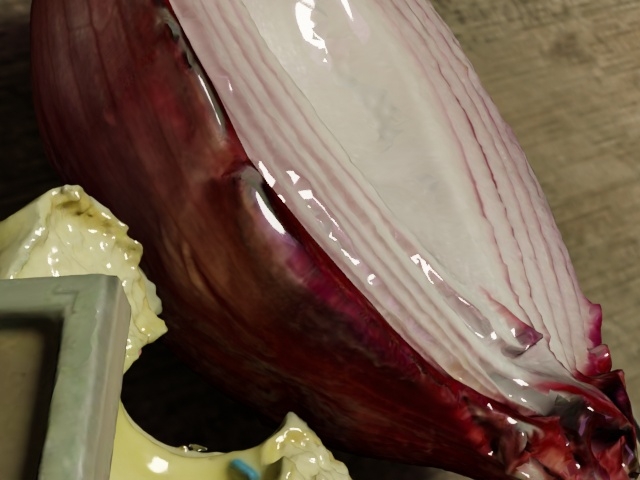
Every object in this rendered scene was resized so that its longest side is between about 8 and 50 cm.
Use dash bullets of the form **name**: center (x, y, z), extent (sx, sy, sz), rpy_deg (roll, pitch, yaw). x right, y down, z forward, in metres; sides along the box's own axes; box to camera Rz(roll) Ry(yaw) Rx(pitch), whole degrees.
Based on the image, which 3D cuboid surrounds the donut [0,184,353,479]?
- **donut**: center (-0.059, 0.073, 0.575), extent (0.166, 0.108, 0.065), rpy_deg (44, 22, -19)

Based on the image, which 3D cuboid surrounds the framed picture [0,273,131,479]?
- **framed picture**: center (-0.167, 0.145, 0.388), extent (0.024, 0.232, 0.315), rpy_deg (73, 17, -54)

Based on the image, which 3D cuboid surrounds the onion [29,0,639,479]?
- **onion**: center (0.000, 0.000, 0.659), extent (0.227, 0.120, 0.283), rpy_deg (4, 50, -57)
